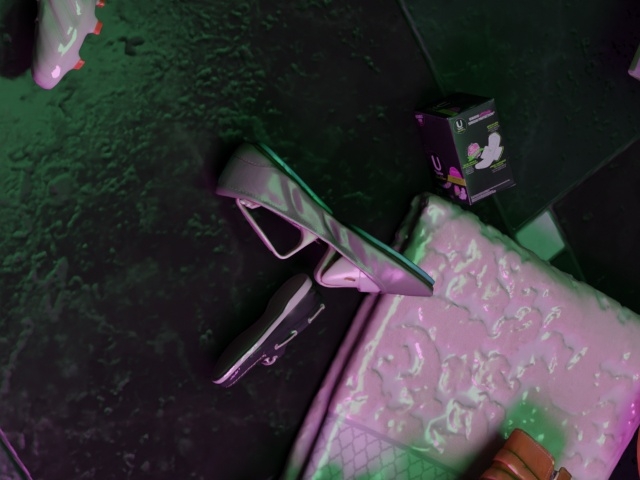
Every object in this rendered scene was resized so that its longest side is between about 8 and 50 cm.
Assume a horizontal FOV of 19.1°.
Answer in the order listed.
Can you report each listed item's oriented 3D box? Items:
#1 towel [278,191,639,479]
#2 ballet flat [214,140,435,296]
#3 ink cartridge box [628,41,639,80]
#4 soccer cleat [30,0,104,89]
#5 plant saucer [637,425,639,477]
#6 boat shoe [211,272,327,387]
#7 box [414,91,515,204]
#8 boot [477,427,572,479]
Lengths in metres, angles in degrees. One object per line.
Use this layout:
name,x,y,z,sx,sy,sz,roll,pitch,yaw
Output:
towel,0.149,0.163,1.750,0.332,0.053,0.317,30,84,-31
ballet flat,0.000,0.000,1.616,0.213,0.072,0.068,38,85,-13
ink cartridge box,0.441,-0.187,1.780,0.278,0.117,0.201,24,88,-43
soccer cleat,-0.201,-0.216,1.479,0.076,0.068,0.196,20,82,-26
plant saucer,0.382,0.204,1.828,0.200,0.037,0.200,3,84,-28
boat shoe,-0.043,0.084,1.632,0.038,0.046,0.125,50,66,-22
box,0.128,-0.083,1.685,0.052,0.062,0.083,-24,110,-22
boot,0.144,0.233,1.685,0.152,0.073,0.197,-59,140,-12
